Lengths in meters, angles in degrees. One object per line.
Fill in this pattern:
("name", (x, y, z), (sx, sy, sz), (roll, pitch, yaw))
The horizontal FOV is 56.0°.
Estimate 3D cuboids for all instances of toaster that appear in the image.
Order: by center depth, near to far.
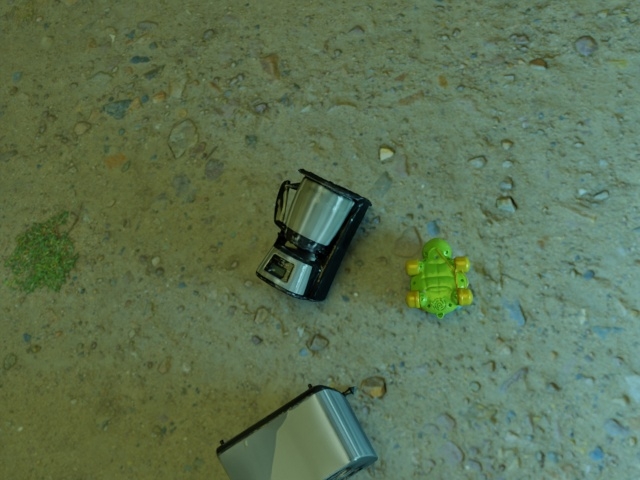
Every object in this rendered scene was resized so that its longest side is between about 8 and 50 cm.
("toaster", (-0.018, 0.274, 0.793), (0.185, 0.168, 0.110), (-33, 66, 0))

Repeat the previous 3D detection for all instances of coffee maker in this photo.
("coffee maker", (0.000, 0.000, 0.926), (0.120, 0.171, 0.178), (33, 99, 46))

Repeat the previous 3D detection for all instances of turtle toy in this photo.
("turtle toy", (0.174, 0.054, 0.892), (0.095, 0.066, 0.130), (-3, 66, 13))
